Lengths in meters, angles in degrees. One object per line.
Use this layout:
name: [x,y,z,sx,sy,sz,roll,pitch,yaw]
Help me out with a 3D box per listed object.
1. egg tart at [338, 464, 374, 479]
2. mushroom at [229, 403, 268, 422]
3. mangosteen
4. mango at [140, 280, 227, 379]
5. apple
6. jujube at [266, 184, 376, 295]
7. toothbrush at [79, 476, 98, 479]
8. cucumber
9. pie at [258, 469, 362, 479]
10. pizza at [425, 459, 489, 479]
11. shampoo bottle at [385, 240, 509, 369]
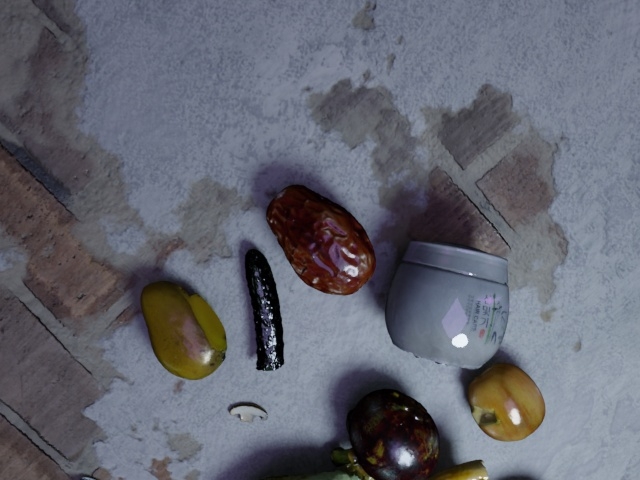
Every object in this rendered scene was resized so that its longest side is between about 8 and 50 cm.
egg tart: [0.137,0.649,1.221,0.191,0.074,0.191,-1,96,-6]
mushroom: [-0.186,0.448,1.199,0.101,0.019,0.049,10,95,-3]
mangosteen: [0.152,0.504,1.142,0.231,0.231,0.289,41,115,-7]
mango: [-0.333,0.212,1.108,0.167,0.130,0.262,-26,92,4]
apple: [0.464,0.406,1.168,0.199,0.199,0.199,0,97,-4]
jujube: [0.000,0.000,1.080,0.197,0.197,0.290,-45,83,2]
toothbrush: [-0.446,0.726,1.207,0.413,0.042,0.035,33,93,-9]
cucumber: [-0.137,0.169,1.142,0.081,0.072,0.304,-5,97,-3]
pie: [-0.006,0.748,1.136,0.418,0.180,0.395,-9,95,12]
pizza: [0.296,0.680,1.170,0.277,0.114,0.409,25,121,-32]
shampoo bottle: [0.293,0.139,1.068,0.272,0.273,0.266,13,90,-5]
